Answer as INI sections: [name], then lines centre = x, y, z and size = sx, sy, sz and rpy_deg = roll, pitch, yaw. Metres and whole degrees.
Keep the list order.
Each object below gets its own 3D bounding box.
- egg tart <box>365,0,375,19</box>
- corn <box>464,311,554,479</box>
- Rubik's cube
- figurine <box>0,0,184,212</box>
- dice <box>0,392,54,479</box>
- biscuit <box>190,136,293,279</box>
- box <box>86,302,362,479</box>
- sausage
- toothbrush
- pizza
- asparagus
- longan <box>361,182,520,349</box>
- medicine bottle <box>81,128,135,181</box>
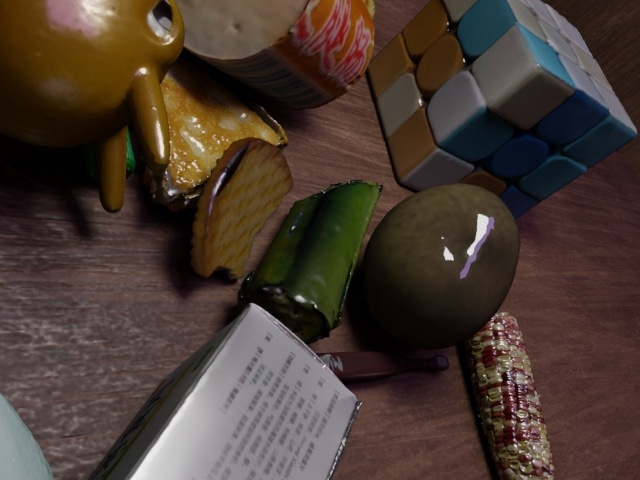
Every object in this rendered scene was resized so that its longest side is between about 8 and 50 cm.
[egg tart]
centre = -0.027, -0.537, 1.274
size = 0.318, 0.128, 0.319
rpy_deg = 29, 40, -28
[corn]
centre = 0.285, 0.244, 0.946
size = 0.098, 0.098, 0.290
rpy_deg = 20, 49, -34
[Rubik's cube]
centre = 0.349, -0.288, 1.264
size = 0.346, 0.344, 0.347
rpy_deg = 18, 48, -34
[figurine]
centre = -0.327, -0.195, 0.558
size = 0.386, 0.401, 0.268
rpy_deg = 18, 9, -33
[dice]
centre = -0.302, 0.169, 0.265
size = 0.262, 0.264, 0.268
rpy_deg = 40, 37, -13
[biscuit]
centre = -0.095, -0.042, 0.790
size = 0.228, 0.031, 0.177
rpy_deg = -19, 117, -67
[box]
centre = -0.113, 0.226, 0.485
size = 0.145, 0.173, 0.333
rpy_deg = 42, 37, -7
[sausage]
centre = -0.065, -0.329, 0.902
size = 0.233, 0.233, 0.287
rpy_deg = 59, 16, 13
[toothbrush]
centre = 0.059, 0.166, 0.825
size = 0.363, 0.041, 0.041
rpy_deg = 7, 54, -43
[pizza]
centre = -0.145, -0.136, 0.850
size = 0.251, 0.074, 0.288
rpy_deg = 13, 51, -38
[asparagus]
centre = 0.000, 0.000, 0.853
size = 0.128, 0.108, 0.382
rpy_deg = 16, 38, 7
[longan]
centre = 0.167, 0.041, 0.883
size = 0.214, 0.246, 0.246
rpy_deg = 13, 44, -1
[medicine bottle]
centre = -0.286, -0.210, 0.765
size = 0.111, 0.076, 0.309
rpy_deg = 1, 59, -43
